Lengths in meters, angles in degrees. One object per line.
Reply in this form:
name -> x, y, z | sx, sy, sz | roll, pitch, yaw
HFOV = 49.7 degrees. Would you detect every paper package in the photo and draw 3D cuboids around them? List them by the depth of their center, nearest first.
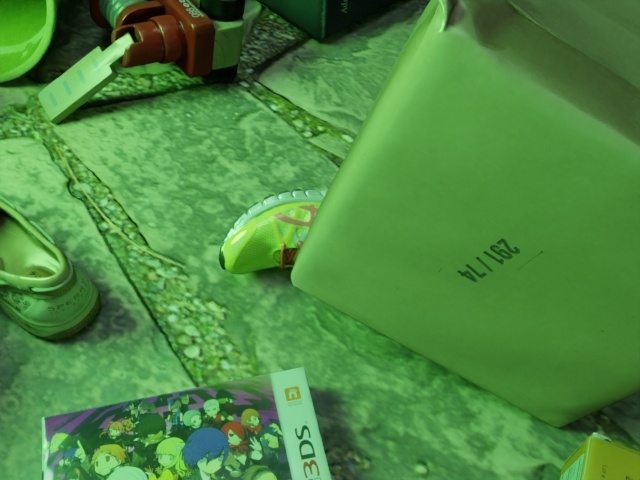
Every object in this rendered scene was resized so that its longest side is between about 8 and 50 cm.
paper package -> 0.172, -0.026, 0.549 | 0.310, 0.325, 0.168 | 30, 54, -2

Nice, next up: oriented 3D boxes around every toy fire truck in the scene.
toy fire truck -> -0.248, -0.268, 0.877 | 0.246, 0.158, 0.217 | -22, 57, -31

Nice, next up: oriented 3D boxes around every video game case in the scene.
video game case -> -0.102, 0.221, 0.556 | 0.232, 0.041, 0.210 | -9, 52, -10

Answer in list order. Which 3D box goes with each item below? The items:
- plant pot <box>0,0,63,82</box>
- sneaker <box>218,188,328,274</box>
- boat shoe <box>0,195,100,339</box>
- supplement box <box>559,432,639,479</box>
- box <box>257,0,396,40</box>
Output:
plant pot -> -0.420, -0.386, 0.891 | 0.276, 0.276, 0.253 | 9, 41, 4
sneaker -> 0.000, 0.000, 0.709 | 0.209, 0.081, 0.094 | -18, 58, -17
boat shoe -> -0.341, -0.008, 0.688 | 0.285, 0.089, 0.104 | 25, 56, 16
supplement box -> 0.208, 0.270, 0.516 | 0.078, 0.080, 0.233 | 21, 56, 11
box -> 0.083, -0.616, 0.938 | 0.472, 0.479, 0.297 | -37, 61, -27
